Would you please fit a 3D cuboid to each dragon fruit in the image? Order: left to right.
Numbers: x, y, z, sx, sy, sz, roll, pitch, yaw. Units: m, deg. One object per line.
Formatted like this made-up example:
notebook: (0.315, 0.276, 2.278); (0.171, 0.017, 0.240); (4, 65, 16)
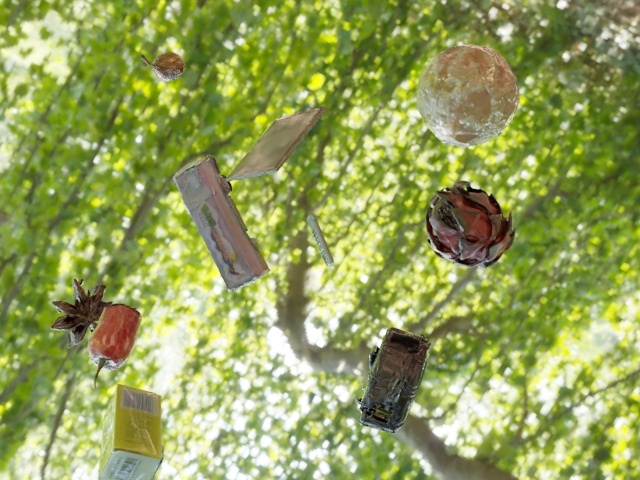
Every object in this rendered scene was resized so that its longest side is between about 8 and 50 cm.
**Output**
dragon fruit: (0.302, -0.029, 1.783); (0.188, 0.182, 0.182); (44, -170, 7)

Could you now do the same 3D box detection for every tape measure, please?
tape measure: (0.139, 0.258, 1.655); (0.112, 0.186, 0.199); (21, -174, 4)

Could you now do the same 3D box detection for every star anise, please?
star anise: (-0.523, 0.167, 1.928); (0.168, 0.168, 0.057); (26, 170, -25)

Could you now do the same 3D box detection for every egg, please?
egg: (0.285, -0.288, 1.700); (0.203, 0.203, 0.245); (27, -166, -18)

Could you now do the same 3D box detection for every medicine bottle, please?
medicine bottle: (-0.496, 0.516, 2.267); (0.141, 0.137, 0.250); (21, -153, -21)

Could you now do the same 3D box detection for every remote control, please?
remote control: (0.000, 0.000, 1.928); (0.053, 0.017, 0.124); (124, 124, -76)

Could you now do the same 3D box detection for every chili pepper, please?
chili pepper: (-0.423, 0.218, 1.736); (0.086, 0.084, 0.192); (12, -129, 1)

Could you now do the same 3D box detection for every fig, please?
fig: (-0.257, -0.285, 1.398); (0.050, 0.050, 0.083); (34, -162, 27)

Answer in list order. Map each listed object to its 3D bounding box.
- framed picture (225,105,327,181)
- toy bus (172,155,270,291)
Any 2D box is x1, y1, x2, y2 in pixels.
framed picture: (-0.100, -0.216, 1.926); (0.173, 0.231, 0.010); (-6, 129, 44)
toy bus: (-0.237, -0.039, 2.005); (0.317, 0.112, 0.138); (62, -170, -2)
